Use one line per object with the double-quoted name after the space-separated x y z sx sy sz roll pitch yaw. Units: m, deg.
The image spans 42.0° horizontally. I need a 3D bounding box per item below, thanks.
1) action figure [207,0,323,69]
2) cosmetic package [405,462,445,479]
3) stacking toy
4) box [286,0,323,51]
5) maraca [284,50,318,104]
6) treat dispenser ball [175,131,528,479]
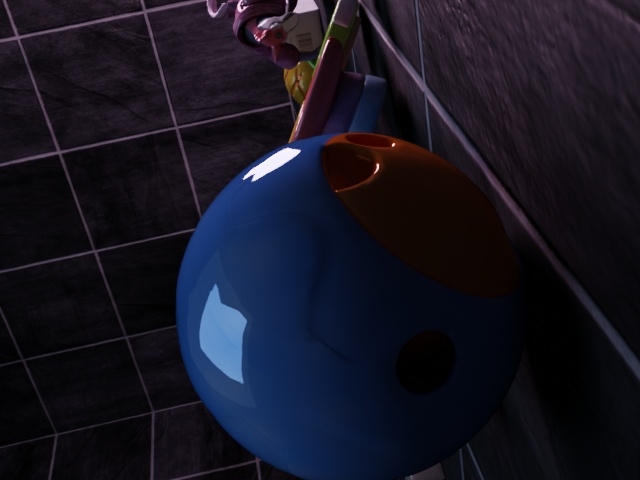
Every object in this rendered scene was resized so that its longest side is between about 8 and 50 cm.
-0.106 -0.445 1.505 0.370 0.276 0.248 -85 -6 -50 "action figure"
0.181 0.411 1.459 0.115 0.060 0.041 81 175 -68 "cosmetic package"
0.051 -0.209 1.156 0.309 0.130 0.279 163 126 -83 "stacking toy"
-0.050 -0.464 1.841 0.170 0.091 0.130 -108 6 -59 "box"
-0.006 -0.312 1.663 0.186 0.099 0.127 40 162 42 "maraca"
0.025 0.054 0.694 0.288 0.288 0.288 167 90 -87 "treat dispenser ball"
